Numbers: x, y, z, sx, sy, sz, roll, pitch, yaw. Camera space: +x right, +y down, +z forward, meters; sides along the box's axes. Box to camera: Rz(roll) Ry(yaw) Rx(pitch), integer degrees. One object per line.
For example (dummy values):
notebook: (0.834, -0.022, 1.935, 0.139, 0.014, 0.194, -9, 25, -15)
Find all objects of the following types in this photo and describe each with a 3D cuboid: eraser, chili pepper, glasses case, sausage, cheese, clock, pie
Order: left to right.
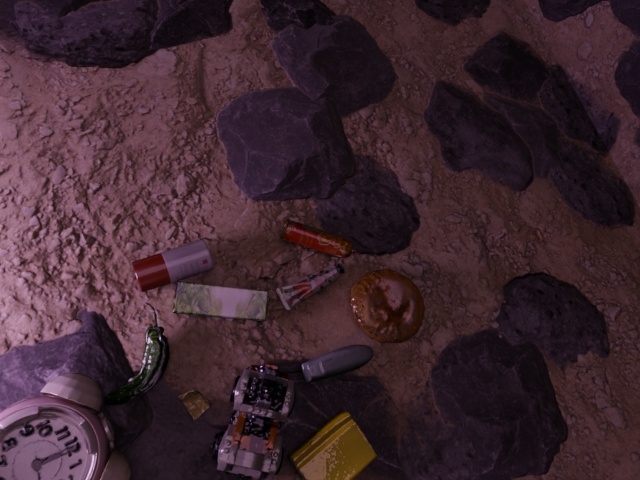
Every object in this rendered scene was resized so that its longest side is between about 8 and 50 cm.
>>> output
clock: (-0.645, 0.517, 1.053, 0.325, 0.184, 0.342, -22, 82, -28)
chili pepper: (-0.479, 0.322, 1.240, 0.122, 0.065, 0.279, 22, 68, -12)
cheese: (-0.349, 0.442, 1.246, 0.060, 0.041, 0.084, -40, 100, -19)
glasses case: (-0.296, 0.185, 1.354, 0.271, 0.062, 0.096, 9, 75, -14)
sausage: (0.000, 0.000, 1.516, 0.263, 0.083, 0.083, 18, 65, -11)
eraser: (0.034, 0.613, 1.283, 0.226, 0.069, 0.158, -31, 83, -26)
pie: (0.224, 0.219, 1.501, 0.273, 0.069, 0.274, 4, 71, -12)

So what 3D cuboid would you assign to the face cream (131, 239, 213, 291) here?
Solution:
face cream: (-0.434, 0.074, 1.335, 0.214, 0.096, 0.096, -19, 76, -23)

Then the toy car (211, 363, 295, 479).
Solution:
toy car: (-0.176, 0.492, 1.242, 0.192, 0.118, 0.302, 18, 64, -7)

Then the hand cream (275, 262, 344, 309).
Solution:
hand cream: (-0.027, 0.139, 1.469, 0.233, 0.050, 0.080, -27, 83, -18)

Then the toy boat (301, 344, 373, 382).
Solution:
toy boat: (0.059, 0.372, 1.388, 0.260, 0.085, 0.078, -9, 71, -32)
